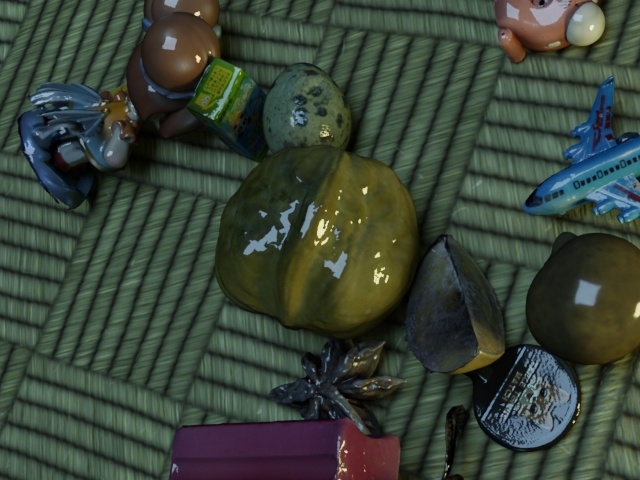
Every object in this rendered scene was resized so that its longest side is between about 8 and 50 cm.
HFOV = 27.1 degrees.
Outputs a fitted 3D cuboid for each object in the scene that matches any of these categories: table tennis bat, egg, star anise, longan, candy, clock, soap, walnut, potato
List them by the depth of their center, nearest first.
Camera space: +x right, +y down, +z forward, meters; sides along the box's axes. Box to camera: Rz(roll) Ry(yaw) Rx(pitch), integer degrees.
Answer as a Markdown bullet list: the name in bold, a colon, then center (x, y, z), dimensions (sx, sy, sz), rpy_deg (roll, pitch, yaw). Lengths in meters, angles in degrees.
- **longan**: center (0.358, 0.071, 1.779), dimensions (0.185, 0.159, 0.204), rpy_deg (-34, 46, 20)
- **soap**: center (-0.067, 0.372, 1.834), dimensions (0.360, 0.128, 0.232), rpy_deg (-10, 65, 45)
- **table tennis bat**: center (0.255, 0.202, 1.860), dimensions (0.236, 0.027, 0.150), rpy_deg (28, 84, 31)
- **potato**: center (0.193, 0.122, 1.872), dimensions (0.120, 0.100, 0.261), rpy_deg (-44, 31, 26)
- **star anise**: center (0.029, 0.231, 1.926), dimensions (0.231, 0.089, 0.209), rpy_deg (23, 90, 44)
- **walnut**: center (-0.002, -0.001, 1.928), dimensions (0.276, 0.282, 0.253), rpy_deg (-67, 14, -21)
- **clock**: center (0.343, -0.361, 1.995), dimensions (0.162, 0.093, 0.165), rpy_deg (-12, 65, 20)
- **egg**: center (-0.022, -0.195, 2.087), dimensions (0.141, 0.141, 0.181), rpy_deg (-17, 65, 21)
- **candy**: center (-0.132, -0.206, 2.114), dimensions (0.062, 0.194, 0.097), rpy_deg (24, 83, 25)

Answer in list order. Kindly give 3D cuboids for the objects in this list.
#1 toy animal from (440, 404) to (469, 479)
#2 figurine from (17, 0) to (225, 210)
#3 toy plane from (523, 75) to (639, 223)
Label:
- **toy animal**: center (0.168, 0.363, 1.754), dimensions (0.160, 0.197, 0.272), rpy_deg (-39, 63, 13)
- **figurine**: center (-0.312, -0.247, 2.213), dimensions (0.388, 0.248, 0.276), rpy_deg (-26, 37, 14)
- **toy plane**: center (0.410, -0.101, 1.849), dimensions (0.271, 0.105, 0.254), rpy_deg (-30, 59, 15)
